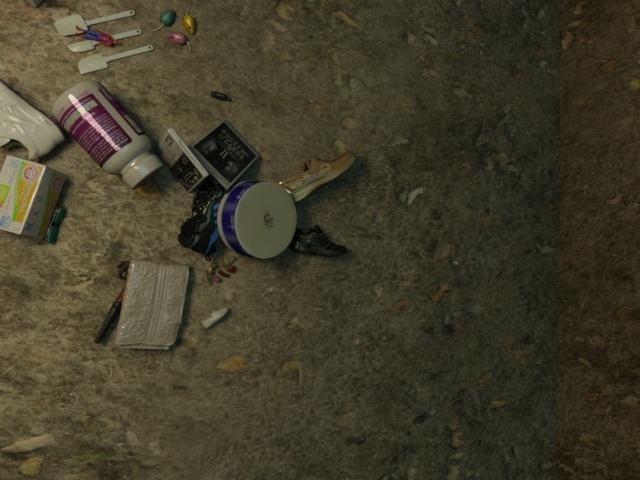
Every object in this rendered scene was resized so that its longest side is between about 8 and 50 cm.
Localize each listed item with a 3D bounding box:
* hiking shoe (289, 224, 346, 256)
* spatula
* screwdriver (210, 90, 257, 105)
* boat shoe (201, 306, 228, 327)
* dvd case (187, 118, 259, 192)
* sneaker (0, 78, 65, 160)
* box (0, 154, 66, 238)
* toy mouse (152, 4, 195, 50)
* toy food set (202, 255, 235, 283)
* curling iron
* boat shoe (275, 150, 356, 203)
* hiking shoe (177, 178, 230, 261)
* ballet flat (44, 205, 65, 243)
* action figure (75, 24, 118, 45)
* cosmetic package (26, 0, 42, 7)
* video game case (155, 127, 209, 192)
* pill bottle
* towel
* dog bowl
[{"bbox_3d":[0.000,0.000,1.521,0.227,0.086,0.114,9,88,-22],"label":"hiking shoe"},{"bbox_3d":[-0.678,-0.644,1.279,0.242,0.019,0.168,-29,99,-21],"label":"spatula"},{"bbox_3d":[-0.306,-0.498,1.437,0.170,0.024,0.025,11,55,-25],"label":"screwdriver"},{"bbox_3d":[-0.365,0.257,1.385,0.100,0.035,0.035,-38,106,-13],"label":"boat shoe"},{"bbox_3d":[-0.325,-0.289,1.356,0.179,0.029,0.239,46,42,-16],"label":"dvd case"},{"bbox_3d":[-0.892,-0.354,1.125,0.305,0.114,0.152,40,73,-17],"label":"sneaker"},{"bbox_3d":[-0.831,-0.119,1.137,0.114,0.103,0.203,15,82,-2],"label":"box"},{"bbox_3d":[-0.491,-0.719,1.355,0.143,0.031,0.161,-15,95,-23],"label":"toy mouse"},{"bbox_3d":[-0.349,0.106,1.405,0.122,0.019,0.078,-17,96,-31],"label":"toy food set"},{"bbox_3d":[-0.643,0.187,1.263,0.068,0.035,0.274,24,78,-28],"label":"curling iron"},{"bbox_3d":[-0.014,-0.257,1.503,0.341,0.121,0.110,-36,103,-19],"label":"boat shoe"},{"bbox_3d":[-0.367,-0.092,1.372,0.132,0.113,0.304,45,63,-48],"label":"hiking shoe"},{"bbox_3d":[-0.802,-0.049,1.204,0.041,0.041,0.114,19,81,-22],"label":"ballet flat"},{"bbox_3d":[-0.692,-0.632,1.250,0.115,0.030,0.038,5,85,-28],"label":"action figure"},{"bbox_3d":[-0.804,-0.826,1.117,0.138,0.224,0.225,35,76,-18],"label":"cosmetic package"},{"bbox_3d":[-0.443,-0.248,1.279,0.022,0.190,0.173,-45,106,-31],"label":"video game case"},{"bbox_3d":[-0.625,-0.307,1.212,0.169,0.169,0.301,-43,105,-19],"label":"pill bottle"},{"bbox_3d":[-0.535,0.206,1.285,0.187,0.049,0.282,11,85,-35],"label":"towel"},{"bbox_3d":[-0.210,-0.072,1.373,0.265,0.104,0.265,-8,102,-44],"label":"dog bowl"}]
